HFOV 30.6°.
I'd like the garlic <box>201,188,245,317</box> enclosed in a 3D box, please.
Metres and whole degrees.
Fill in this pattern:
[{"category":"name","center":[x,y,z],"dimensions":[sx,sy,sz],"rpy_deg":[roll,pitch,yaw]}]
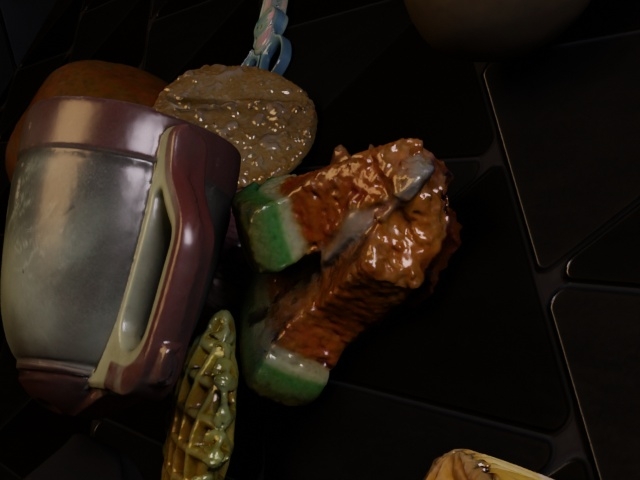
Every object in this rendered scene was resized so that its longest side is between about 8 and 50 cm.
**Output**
[{"category":"garlic","center":[-0.114,0.011,1.373],"dimensions":[0.159,0.102,0.147],"rpy_deg":[-61,28,-7]}]

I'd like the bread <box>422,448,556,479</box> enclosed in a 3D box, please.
[{"category":"bread","center":[0.124,0.223,0.735],"dimensions":[0.132,0.114,0.190],"rpy_deg":[-61,16,15]}]

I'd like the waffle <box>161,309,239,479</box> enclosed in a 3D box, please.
[{"category":"waffle","center":[-0.126,0.198,1.191],"dimensions":[0.214,0.054,0.207],"rpy_deg":[117,156,-43]}]

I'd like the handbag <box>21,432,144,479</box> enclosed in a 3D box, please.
[{"category":"handbag","center":[-0.296,0.391,1.156],"dimensions":[0.342,0.152,0.288],"rpy_deg":[-42,36,3]}]

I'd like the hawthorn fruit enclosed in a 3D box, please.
[{"category":"hawthorn fruit","center":[-0.262,-0.095,1.566],"dimensions":[0.301,0.268,0.267],"rpy_deg":[25,82,34]}]

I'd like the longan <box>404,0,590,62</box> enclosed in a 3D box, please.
[{"category":"longan","center":[0.174,-0.272,1.100],"dimensions":[0.220,0.196,0.196],"rpy_deg":[-53,26,-3]}]

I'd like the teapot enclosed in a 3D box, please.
[{"category":"teapot","center":[-0.200,0.030,1.199],"dimensions":[0.315,0.233,0.312],"rpy_deg":[-7,71,57]}]

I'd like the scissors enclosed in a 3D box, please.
[{"category":"scissors","center":[-0.075,-0.316,1.744],"dimensions":[0.125,0.030,0.256],"rpy_deg":[-31,39,43]}]

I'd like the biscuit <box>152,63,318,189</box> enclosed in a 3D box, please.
[{"category":"biscuit","center":[-0.110,-0.145,1.457],"dimensions":[0.033,0.220,0.219],"rpy_deg":[95,-177,-51]}]

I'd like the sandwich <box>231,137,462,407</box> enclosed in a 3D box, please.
[{"category":"sandwich","center":[0.000,0.000,1.129],"dimensions":[0.301,0.162,0.250],"rpy_deg":[-38,36,39]}]
